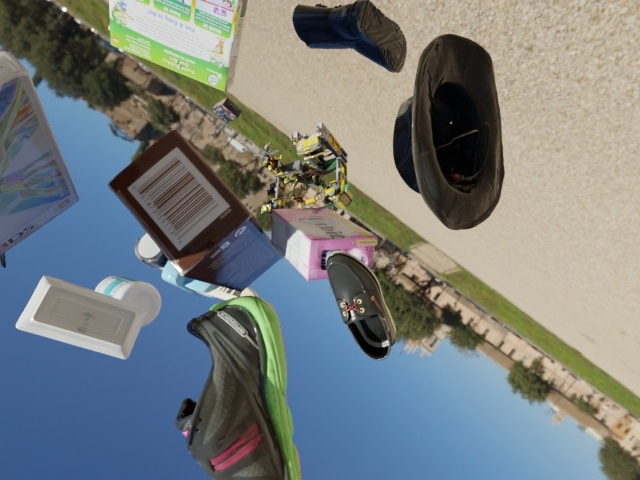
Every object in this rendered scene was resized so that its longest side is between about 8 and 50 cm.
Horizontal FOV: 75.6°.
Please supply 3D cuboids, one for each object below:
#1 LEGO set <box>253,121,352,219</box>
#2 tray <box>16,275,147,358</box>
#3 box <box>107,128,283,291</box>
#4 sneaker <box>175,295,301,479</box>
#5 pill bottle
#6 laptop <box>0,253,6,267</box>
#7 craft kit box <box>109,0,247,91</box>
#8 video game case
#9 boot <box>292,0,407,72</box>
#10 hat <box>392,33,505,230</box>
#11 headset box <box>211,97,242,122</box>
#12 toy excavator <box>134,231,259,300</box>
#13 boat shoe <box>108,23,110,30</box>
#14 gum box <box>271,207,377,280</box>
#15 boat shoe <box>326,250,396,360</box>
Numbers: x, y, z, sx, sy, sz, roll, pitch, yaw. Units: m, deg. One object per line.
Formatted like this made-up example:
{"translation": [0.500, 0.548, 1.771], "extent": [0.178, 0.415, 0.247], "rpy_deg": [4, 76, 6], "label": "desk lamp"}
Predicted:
{"translation": [-0.069, -0.202, 1.230], "extent": [0.331, 0.255, 0.192], "rpy_deg": [-5, 153, 31], "label": "LEGO set"}
{"translation": [-0.604, 0.198, 1.068], "extent": [0.270, 0.145, 0.030], "rpy_deg": [26, 149, -23], "label": "tray"}
{"translation": [-0.200, -0.025, 0.774], "extent": [0.191, 0.143, 0.381], "rpy_deg": [48, 176, 10], "label": "box"}
{"translation": [-0.151, 0.349, 0.745], "extent": [0.202, 0.484, 0.185], "rpy_deg": [-6, 166, -14], "label": "sneaker"}
{"translation": [-0.649, 0.194, 1.361], "extent": [0.264, 0.146, 0.146], "rpy_deg": [5, 162, 44], "label": "pill bottle"}
{"translation": [-0.790, -0.098, 1.113], "extent": [0.136, 0.264, 0.234], "rpy_deg": [-3, -125, -36], "label": "laptop"}
{"translation": [-0.265, -0.442, 0.767], "extent": [0.249, 0.247, 0.061], "rpy_deg": [22, -140, -4], "label": "craft kit box"}
{"translation": [-0.444, -0.031, 0.481], "extent": [0.036, 0.300, 0.329], "rpy_deg": [43, 152, -2], "label": "video game case"}
{"translation": [0.072, -0.490, 0.995], "extent": [0.207, 0.094, 0.246], "rpy_deg": [21, -173, 37], "label": "boot"}
{"translation": [0.213, -0.183, 0.750], "extent": [0.331, 0.332, 0.133], "rpy_deg": [31, 163, -37], "label": "hat"}
{"translation": [-0.288, -0.403, 1.279], "extent": [0.062, 0.032, 0.083], "rpy_deg": [38, 156, -33], "label": "headset box"}
{"translation": [-0.292, 0.099, 1.178], "extent": [0.444, 0.433, 0.222], "rpy_deg": [16, 162, 20], "label": "toy excavator"}
{"translation": [-0.482, -0.629, 1.200], "extent": [0.284, 0.090, 0.105], "rpy_deg": [8, -159, 9], "label": "boat shoe"}
{"translation": [0.000, 0.000, 0.654], "extent": [0.107, 0.062, 0.188], "rpy_deg": [-4, -160, -23], "label": "gum box"}
{"translation": [0.044, 0.071, 0.449], "extent": [0.133, 0.048, 0.042], "rpy_deg": [61, -153, -18], "label": "boat shoe"}
